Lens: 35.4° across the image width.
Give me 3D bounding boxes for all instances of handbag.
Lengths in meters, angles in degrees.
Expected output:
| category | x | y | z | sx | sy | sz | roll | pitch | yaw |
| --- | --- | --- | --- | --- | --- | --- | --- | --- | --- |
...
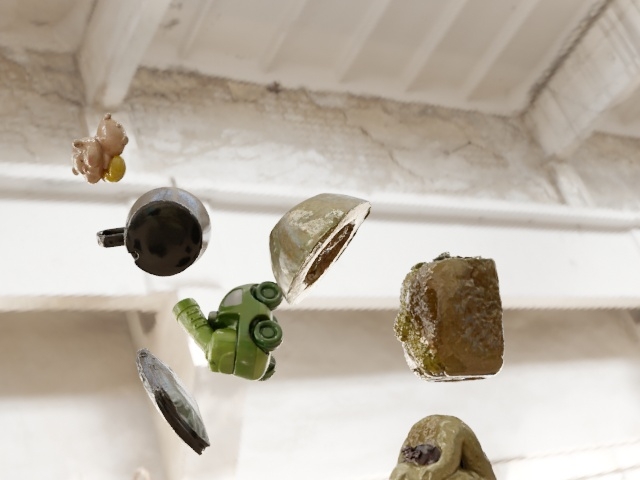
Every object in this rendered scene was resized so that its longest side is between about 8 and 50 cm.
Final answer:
| category | x | y | z | sx | sy | sz | roll | pitch | yaw |
| --- | --- | --- | --- | --- | --- | --- | --- | --- | --- |
| handbag | -0.335 | 0.355 | 2.256 | 0.075 | 0.332 | 0.192 | -38 | -70 | -5 |

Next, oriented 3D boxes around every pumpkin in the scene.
| category | x | y | z | sx | sy | sz | roll | pitch | yaw |
| --- | --- | --- | --- | --- | --- | --- | --- | --- | --- |
| pumpkin | -0.017 | -0.005 | 1.662 | 0.217 | 0.110 | 0.217 | -44 | -20 | -21 |

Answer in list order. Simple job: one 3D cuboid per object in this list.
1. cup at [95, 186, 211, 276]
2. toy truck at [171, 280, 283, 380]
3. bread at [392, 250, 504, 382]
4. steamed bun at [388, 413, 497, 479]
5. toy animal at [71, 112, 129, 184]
| category | x | y | z | sx | sy | sz | roll | pitch | yaw |
| --- | --- | --- | --- | --- | --- | --- | --- | --- | --- |
| cup | -0.321 | -0.010 | 1.923 | 0.223 | 0.169 | 0.176 | -8 | 11 | -5 |
| toy truck | -0.166 | 0.180 | 1.927 | 0.210 | 0.187 | 0.148 | -8 | -38 | -19 |
| bread | 0.226 | 0.135 | 1.847 | 0.176 | 0.247 | 0.195 | 7 | -19 | -22 |
| steamed bun | 0.190 | 0.399 | 1.691 | 0.155 | 0.172 | 0.140 | -28 | 4 | -38 |
| toy animal | -0.351 | -0.136 | 1.579 | 0.082 | 0.091 | 0.114 | -1 | -46 | -36 |
